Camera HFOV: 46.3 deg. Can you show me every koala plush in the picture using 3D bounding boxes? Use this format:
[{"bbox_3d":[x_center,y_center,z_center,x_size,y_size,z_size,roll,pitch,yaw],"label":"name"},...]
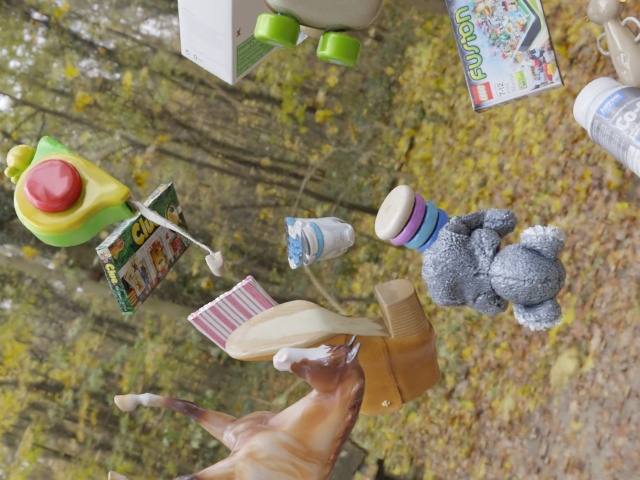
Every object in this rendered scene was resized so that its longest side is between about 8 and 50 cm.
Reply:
[{"bbox_3d":[0.307,0.053,1.248,0.221,0.203,0.196,13,102,46],"label":"koala plush"}]

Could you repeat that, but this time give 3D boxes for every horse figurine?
[{"bbox_3d":[-0.051,0.201,0.512,0.066,0.175,0.263,128,139,-83],"label":"horse figurine"}]

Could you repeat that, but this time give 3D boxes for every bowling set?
[{"bbox_3d":[0.465,-0.312,0.866,0.200,0.154,0.287,-29,2,-27],"label":"bowling set"}]

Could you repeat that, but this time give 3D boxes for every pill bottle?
[{"bbox_3d":[0.358,-0.129,0.856,0.137,0.078,0.078,58,134,47],"label":"pill bottle"}]

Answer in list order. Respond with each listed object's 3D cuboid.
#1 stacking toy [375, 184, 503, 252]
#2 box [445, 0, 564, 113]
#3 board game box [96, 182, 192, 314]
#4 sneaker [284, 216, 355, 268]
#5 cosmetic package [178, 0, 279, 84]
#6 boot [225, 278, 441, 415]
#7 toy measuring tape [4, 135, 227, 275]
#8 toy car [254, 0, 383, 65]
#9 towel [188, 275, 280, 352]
[{"bbox_3d":[0.302,-0.005,1.803,0.141,0.330,0.141,-55,19,29],"label":"stacking toy"},{"bbox_3d":[0.227,-0.278,0.952,0.036,0.114,0.207,-7,-98,-66],"label":"box"},{"bbox_3d":[-0.314,0.008,1.368,0.259,0.030,0.136,-63,-39,-57],"label":"board game box"},{"bbox_3d":[0.000,0.000,0.997,0.191,0.083,0.071,-164,64,-77],"label":"sneaker"},{"bbox_3d":[-0.171,-0.520,1.476,0.197,0.155,0.365,-47,-18,-29],"label":"cosmetic package"},{"bbox_3d":[0.029,0.184,1.098,0.104,0.295,0.211,-106,0,-57],"label":"boot"},{"bbox_3d":[-0.277,-0.018,0.944,0.121,0.330,0.121,-53,-13,-18],"label":"toy measuring tape"},{"bbox_3d":[-0.013,-0.304,0.937,0.188,0.149,0.155,-147,71,-75],"label":"toy car"},{"bbox_3d":[-0.193,0.178,1.763,0.197,0.144,0.029,-33,27,19],"label":"towel"}]
